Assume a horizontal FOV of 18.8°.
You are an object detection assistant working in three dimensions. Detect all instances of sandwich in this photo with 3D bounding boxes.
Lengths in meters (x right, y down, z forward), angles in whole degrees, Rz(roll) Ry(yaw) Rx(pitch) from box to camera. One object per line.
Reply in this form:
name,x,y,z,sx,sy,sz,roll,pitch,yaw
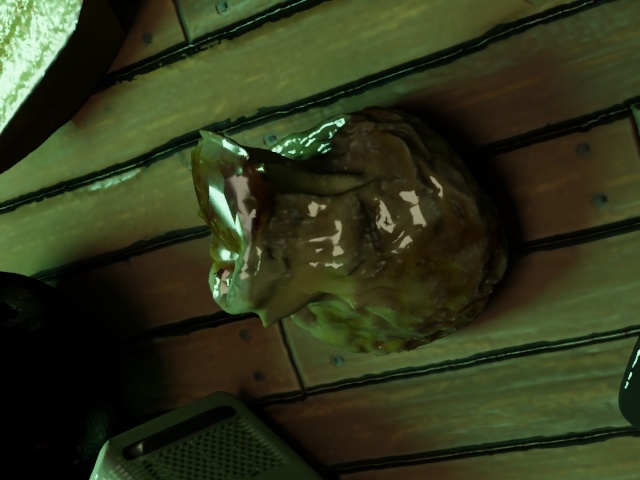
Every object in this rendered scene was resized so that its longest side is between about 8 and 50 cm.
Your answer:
sandwich,-0.213,-0.135,1.374,0.094,0.096,0.258,50,133,8

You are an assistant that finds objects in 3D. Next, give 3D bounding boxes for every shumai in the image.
shumai,0.000,0.000,1.186,0.209,0.153,0.161,11,106,45

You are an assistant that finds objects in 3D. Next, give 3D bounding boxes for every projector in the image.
projector,-0.084,0.256,1.357,0.177,0.163,0.242,42,126,25

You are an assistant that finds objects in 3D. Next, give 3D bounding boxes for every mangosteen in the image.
mangosteen,-0.246,0.134,1.438,0.243,0.243,0.243,18,118,38

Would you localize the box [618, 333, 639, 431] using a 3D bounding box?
box,0.231,0.082,1.080,0.125,0.027,0.126,41,132,28
